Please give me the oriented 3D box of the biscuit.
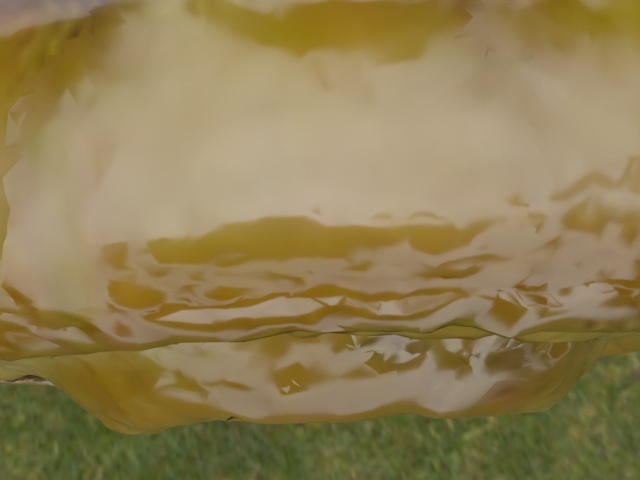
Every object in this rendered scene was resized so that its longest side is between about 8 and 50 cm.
[{"bbox_3d":[0.000,0.000,0.499,0.296,0.296,0.102,-2,82,-10],"label":"biscuit"}]
